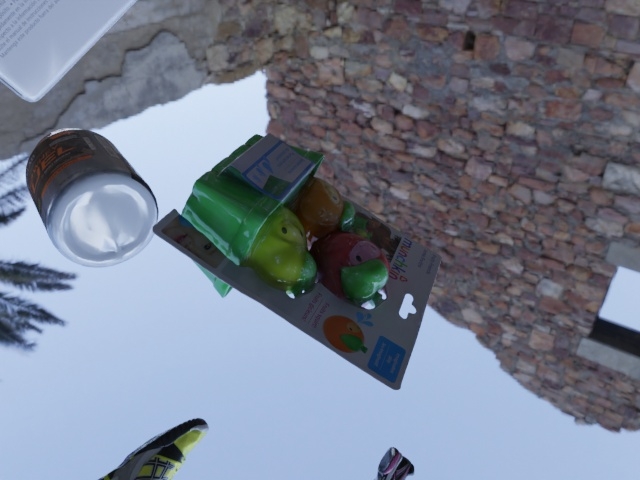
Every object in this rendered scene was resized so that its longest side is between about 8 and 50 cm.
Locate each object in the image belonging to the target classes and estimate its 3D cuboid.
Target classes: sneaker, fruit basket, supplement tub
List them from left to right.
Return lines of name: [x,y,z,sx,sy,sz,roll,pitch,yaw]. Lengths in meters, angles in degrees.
supplement tub: [-0.481,-0.104,1.221,0.207,0.207,0.338,-17,-146,-27]
sneaker: [-0.421,0.582,1.449,0.385,0.145,0.147,-33,-94,-38]
fruit basket: [0.000,0.000,0.822,0.353,0.165,0.327,28,-146,6]
sneaker: [0.145,0.549,1.293,0.077,0.178,0.072,34,179,-6]

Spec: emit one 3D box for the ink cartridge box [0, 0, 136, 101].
ink cartridge box: [-0.219,-0.298,0.433,0.296,0.261,0.066,-46,-137,-2]
